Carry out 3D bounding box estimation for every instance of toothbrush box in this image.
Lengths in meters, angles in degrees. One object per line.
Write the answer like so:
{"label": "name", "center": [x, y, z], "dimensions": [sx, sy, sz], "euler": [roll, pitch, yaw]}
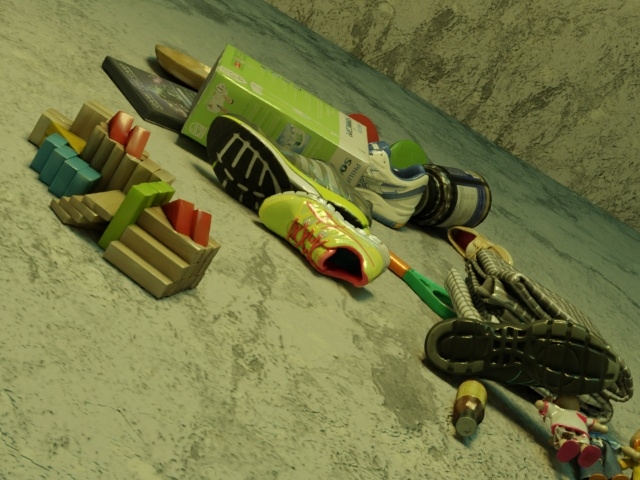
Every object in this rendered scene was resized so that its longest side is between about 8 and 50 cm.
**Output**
{"label": "toothbrush box", "center": [-0.069, -0.181, 1.976], "dimensions": [0.283, 0.122, 0.206], "euler": [29, 19, -11]}

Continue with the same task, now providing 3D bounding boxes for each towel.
{"label": "towel", "center": [0.337, 0.135, 1.860], "dimensions": [0.284, 0.121, 0.235], "euler": [38, 12, -12]}

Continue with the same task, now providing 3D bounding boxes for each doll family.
{"label": "doll family", "center": [0.406, 0.295, 1.644], "dimensions": [0.263, 0.118, 0.163], "euler": [14, 23, -1]}

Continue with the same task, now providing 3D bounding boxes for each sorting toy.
{"label": "sorting toy", "center": [0.117, -0.149, 2.439], "dimensions": [0.365, 0.127, 0.126], "euler": [23, -11, -41]}

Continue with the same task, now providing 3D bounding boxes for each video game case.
{"label": "video game case", "center": [-0.223, -0.219, 2.056], "dimensions": [0.274, 0.026, 0.196], "euler": [18, 22, -42]}

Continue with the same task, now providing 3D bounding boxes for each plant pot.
{"label": "plant pot", "center": [-0.210, -0.300, 2.268], "dimensions": [0.236, 0.032, 0.236], "euler": [27, 10, -5]}

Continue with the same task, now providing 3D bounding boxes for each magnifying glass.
{"label": "magnifying glass", "center": [0.159, 0.067, 1.952], "dimensions": [0.231, 0.026, 0.092], "euler": [37, 16, 17]}

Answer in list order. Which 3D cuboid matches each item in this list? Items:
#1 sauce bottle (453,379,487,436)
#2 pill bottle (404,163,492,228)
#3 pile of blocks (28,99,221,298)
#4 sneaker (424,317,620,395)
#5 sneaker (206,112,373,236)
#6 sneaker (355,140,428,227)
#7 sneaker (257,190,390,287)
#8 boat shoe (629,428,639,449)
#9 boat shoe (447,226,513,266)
{"label": "sauce bottle", "center": [0.189, 0.215, 1.535], "dimensions": [0.042, 0.042, 0.128], "euler": [34, 18, 2]}
{"label": "pill bottle", "center": [0.231, -0.086, 2.357], "dimensions": [0.123, 0.123, 0.219], "euler": [43, 23, 32]}
{"label": "pile of blocks", "center": [-0.245, -0.081, 1.434], "dimensions": [0.149, 0.112, 0.362], "euler": [13, 25, -52]}
{"label": "sneaker", "center": [0.279, 0.153, 1.678], "dimensions": [0.267, 0.101, 0.106], "euler": [10, -6, 6]}
{"label": "sneaker", "center": [-0.044, -0.090, 1.841], "dimensions": [0.300, 0.111, 0.121], "euler": [39, 30, -4]}
{"label": "sneaker", "center": [0.058, -0.140, 2.179], "dimensions": [0.296, 0.131, 0.112], "euler": [24, 20, -25]}
{"label": "sneaker", "center": [0.000, 0.000, 1.746], "dimensions": [0.208, 0.081, 0.094], "euler": [26, 31, 4]}
{"label": "boat shoe", "center": [0.602, 0.383, 1.752], "dimensions": [0.110, 0.121, 0.341], "euler": [-29, 52, -30]}
{"label": "boat shoe", "center": [0.300, 0.021, 2.312], "dimensions": [0.059, 0.063, 0.170], "euler": [18, 12, -36]}
